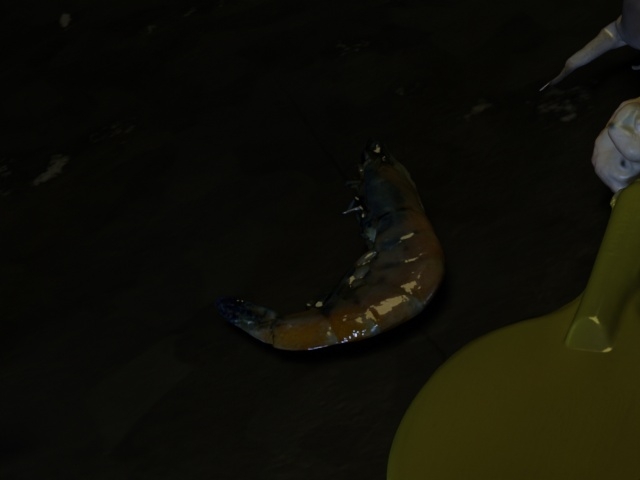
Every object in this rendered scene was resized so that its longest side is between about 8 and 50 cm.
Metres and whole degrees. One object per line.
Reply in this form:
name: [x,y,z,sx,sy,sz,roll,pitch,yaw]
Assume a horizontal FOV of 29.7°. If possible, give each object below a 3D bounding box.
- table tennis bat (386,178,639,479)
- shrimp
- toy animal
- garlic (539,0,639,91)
table tennis bat: [0.182,0.092,0.841,0.224,0.054,0.368,5,47,32]
shrimp: [0.000,0.000,1.045,0.198,0.051,0.262,-17,39,6]
toy animal: [0.325,-0.088,0.989,0.185,0.104,0.184,-20,3,30]
garlic: [0.397,-0.209,1.030,0.246,0.231,0.340,-53,9,-28]
